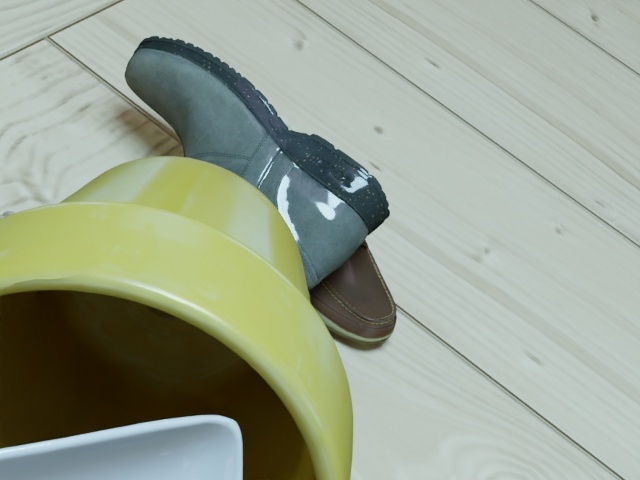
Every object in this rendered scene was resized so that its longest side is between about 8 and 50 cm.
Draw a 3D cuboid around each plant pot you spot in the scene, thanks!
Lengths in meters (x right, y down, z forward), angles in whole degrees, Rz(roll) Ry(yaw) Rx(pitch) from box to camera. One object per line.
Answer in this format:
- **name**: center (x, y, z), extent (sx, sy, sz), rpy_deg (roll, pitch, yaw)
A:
- **plant pot**: center (-0.103, 0.073, 0.730), extent (0.254, 0.254, 0.239), rpy_deg (22, 26, -4)

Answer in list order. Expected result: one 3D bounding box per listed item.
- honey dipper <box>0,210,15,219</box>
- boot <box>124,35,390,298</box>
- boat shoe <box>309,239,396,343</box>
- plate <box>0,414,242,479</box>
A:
- **honey dipper**: center (-0.180, -0.018, 0.921), extent (0.160, 0.030, 0.030), rpy_deg (-19, 59, -40)
- **boot**: center (-0.087, -0.033, 0.919), extent (0.246, 0.083, 0.161), rpy_deg (36, 73, 21)
- **boat shoe**: center (0.000, 0.000, 0.968), extent (0.064, 0.060, 0.178), rpy_deg (-14, 56, -36)
- **plate**: center (-0.169, 0.217, 0.561), extent (0.278, 0.277, 0.045), rpy_deg (-4, 13, -29)
